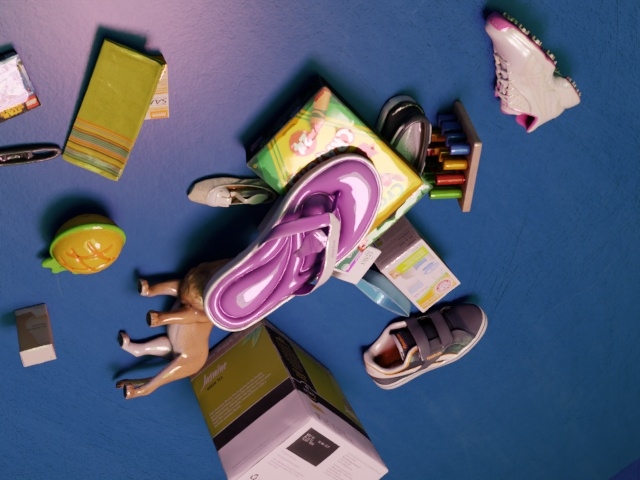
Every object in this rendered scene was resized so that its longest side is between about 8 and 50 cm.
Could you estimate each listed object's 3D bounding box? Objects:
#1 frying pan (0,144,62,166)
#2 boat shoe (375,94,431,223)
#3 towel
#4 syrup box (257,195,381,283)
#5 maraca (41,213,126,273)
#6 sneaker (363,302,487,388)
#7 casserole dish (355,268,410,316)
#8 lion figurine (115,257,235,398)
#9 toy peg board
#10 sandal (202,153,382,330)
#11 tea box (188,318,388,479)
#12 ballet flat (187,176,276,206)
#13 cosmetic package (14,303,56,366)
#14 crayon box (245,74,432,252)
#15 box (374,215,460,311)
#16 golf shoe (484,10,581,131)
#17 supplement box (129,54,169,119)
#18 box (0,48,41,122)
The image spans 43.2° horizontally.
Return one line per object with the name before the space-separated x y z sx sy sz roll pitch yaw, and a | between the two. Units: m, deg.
frying pan | -0.601 -0.095 1.289 0.326 0.053 0.197 13 120 -31
boat shoe | 0.146 -0.134 1.604 0.114 0.091 0.302 -11 131 -19
towel | -0.338 -0.206 1.311 0.102 0.021 0.237 19 124 -19
syrup box | 0.000 0.000 1.638 0.237 0.096 0.093 21 115 -37
maraca | -0.422 0.016 1.439 0.127 0.099 0.186 9 147 -37
sneaker | 0.251 0.243 1.947 0.321 0.126 0.127 -34 140 4
casserole dish | 0.134 0.110 1.797 0.188 0.114 0.037 41 74 -43
lion figurine | -0.266 0.178 1.646 0.240 0.142 0.392 -3 142 -35
toy peg board | 0.248 -0.165 1.594 0.079 0.161 0.160 -3 129 -6
sandal | -0.038 0.027 1.449 0.169 0.102 0.416 39 103 -23
tea box | -0.074 0.393 1.768 0.220 0.323 0.329 -39 133 6
ballet flat | -0.162 -0.089 1.511 0.168 0.052 0.057 -8 130 -21
cosmetic package | -0.529 0.174 1.498 0.060 0.115 0.041 -15 132 -17
crayon box | 0.044 -0.121 1.495 0.318 0.081 0.202 40 106 -23
box | 0.202 0.050 1.778 0.114 0.103 0.203 -39 134 7
golf shoe | 0.389 -0.317 1.567 0.140 0.115 0.306 -42 132 15
supplement box | -0.283 -0.250 1.326 0.062 0.036 0.098 -10 131 -19
box | -0.508 -0.221 1.227 0.137 0.027 0.094 -28 134 -18
